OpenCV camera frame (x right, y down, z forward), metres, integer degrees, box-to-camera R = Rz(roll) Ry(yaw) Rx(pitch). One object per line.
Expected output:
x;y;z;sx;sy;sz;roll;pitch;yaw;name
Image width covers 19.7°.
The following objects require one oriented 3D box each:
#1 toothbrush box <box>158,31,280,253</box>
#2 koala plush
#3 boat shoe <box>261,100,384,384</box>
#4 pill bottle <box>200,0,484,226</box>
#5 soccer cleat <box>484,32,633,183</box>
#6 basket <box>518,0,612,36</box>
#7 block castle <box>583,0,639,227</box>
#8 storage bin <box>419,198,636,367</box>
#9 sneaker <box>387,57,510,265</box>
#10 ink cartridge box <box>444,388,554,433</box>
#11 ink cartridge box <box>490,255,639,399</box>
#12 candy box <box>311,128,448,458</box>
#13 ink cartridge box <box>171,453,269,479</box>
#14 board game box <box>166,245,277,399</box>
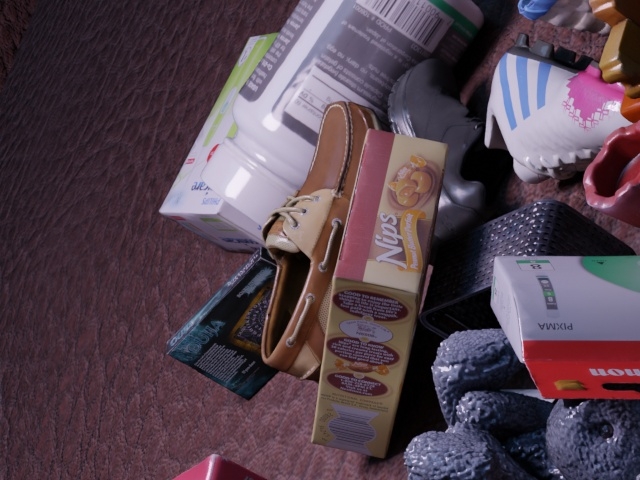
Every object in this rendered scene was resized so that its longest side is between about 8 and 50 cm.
-0.070;-0.131;2.465;0.206;0.122;0.283;5;67;64;toothbrush box
0.218;0.176;1.522;0.221;0.203;0.196;-18;29;26;koala plush
0.000;0.000;2.068;0.122;0.120;0.324;-16;66;62;boat shoe
0.021;-0.179;2.243;0.361;0.204;0.204;-55;24;5;pill bottle
0.261;-0.111;1.844;0.331;0.116;0.143;-139;66;-68;soccer cleat
0.255;-0.338;1.853;0.255;0.289;0.201;-48;23;54;basket
0.394;-0.221;1.568;0.303;0.213;0.453;-23;42;53;block castle
0.195;0.044;1.741;0.180;0.122;0.084;-27;39;50;storage bin
0.152;-0.103;2.054;0.130;0.109;0.286;-31;41;29;sneaker
0.149;0.218;1.746;0.179;0.045;0.145;-48;18;-24;ink cartridge box
0.247;0.068;1.512;0.224;0.181;0.056;-108;19;-74;ink cartridge box
0.056;0.060;1.843;0.316;0.087;0.183;98;-176;-55;candy box
-0.060;0.424;1.579;0.160;0.279;0.384;-33;34;45;ink cartridge box
-0.079;0.100;2.196;0.186;0.126;0.026;-45;27;26;board game box
